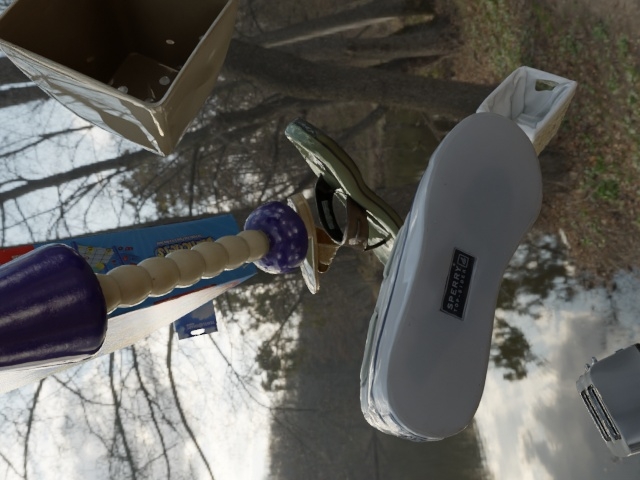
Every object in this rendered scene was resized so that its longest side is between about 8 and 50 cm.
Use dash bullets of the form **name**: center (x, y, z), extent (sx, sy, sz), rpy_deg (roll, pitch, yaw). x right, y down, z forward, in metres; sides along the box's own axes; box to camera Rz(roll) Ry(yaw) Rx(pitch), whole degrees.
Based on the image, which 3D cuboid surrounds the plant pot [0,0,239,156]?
- **plant pot**: center (-0.124, -0.121, 0.355), extent (0.096, 0.109, 0.109), rpy_deg (108, -174, -67)

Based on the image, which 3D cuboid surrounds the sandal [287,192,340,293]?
- **sandal**: center (0.003, 0.004, 0.934), extent (0.240, 0.079, 0.088), rpy_deg (81, 162, -48)

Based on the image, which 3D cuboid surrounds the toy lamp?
- **toy lamp**: center (-0.118, 0.023, 0.391), extent (0.275, 0.080, 0.080), rpy_deg (-21, -70, -55)

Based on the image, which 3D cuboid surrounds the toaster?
- **toaster**: center (0.547, 0.291, 0.930), extent (0.168, 0.110, 0.185), rpy_deg (51, -163, -63)

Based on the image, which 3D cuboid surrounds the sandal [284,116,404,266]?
- **sandal**: center (0.032, -0.047, 0.757), extent (0.303, 0.086, 0.120), rpy_deg (46, 171, -36)

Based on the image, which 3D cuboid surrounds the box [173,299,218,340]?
- **box**: center (-0.336, 0.163, 1.368), extent (0.042, 0.109, 0.178), rpy_deg (142, 116, -66)

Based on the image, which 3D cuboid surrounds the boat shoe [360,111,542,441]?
- **boat shoe**: center (0.097, 0.020, 0.408), extent (0.088, 0.096, 0.267), rpy_deg (136, 155, -64)

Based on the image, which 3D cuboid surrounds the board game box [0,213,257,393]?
- **board game box**: center (-0.284, 0.087, 0.622), extent (0.302, 0.308, 0.086), rpy_deg (-15, -102, -56)

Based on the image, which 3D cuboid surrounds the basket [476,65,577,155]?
- **basket**: center (0.360, -0.215, 0.937), extent (0.167, 0.113, 0.103), rpy_deg (-45, -32, -26)
